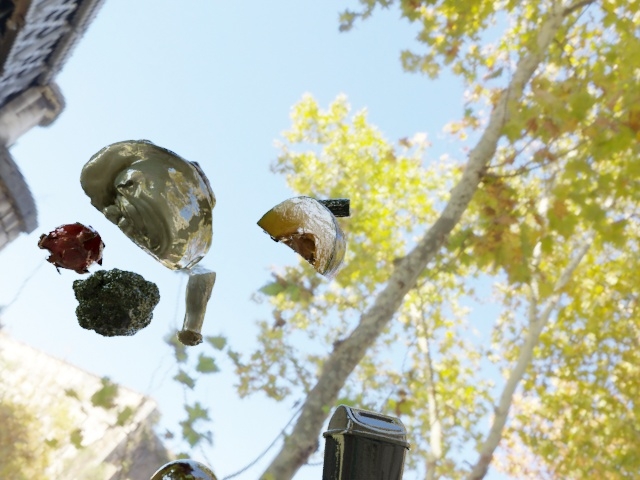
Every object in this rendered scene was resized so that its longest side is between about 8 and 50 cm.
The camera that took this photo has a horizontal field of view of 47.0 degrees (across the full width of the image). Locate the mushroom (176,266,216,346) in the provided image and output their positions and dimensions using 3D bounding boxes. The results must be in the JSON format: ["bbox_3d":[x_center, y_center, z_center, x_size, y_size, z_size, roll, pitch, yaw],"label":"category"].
[{"bbox_3d":[-0.351,0.187,2.068,0.081,0.223,0.092,13,-2,-17],"label":"mushroom"}]

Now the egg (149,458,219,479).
[{"bbox_3d":[-0.414,0.793,2.189,0.238,0.289,0.238,3,-57,5],"label":"egg"}]

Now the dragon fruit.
[{"bbox_3d":[-0.603,0.016,1.804,0.166,0.136,0.133,18,-25,-42],"label":"dragon fruit"}]

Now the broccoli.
[{"bbox_3d":[-0.375,0.108,1.336,0.146,0.162,0.138,-62,-142,20],"label":"broccoli"}]

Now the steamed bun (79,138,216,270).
[{"bbox_3d":[-0.386,-0.106,1.752,0.339,0.247,0.352,40,-5,9],"label":"steamed bun"}]

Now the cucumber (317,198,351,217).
[{"bbox_3d":[-0.002,-0.088,2.045,0.187,0.058,0.058,-1,-47,21],"label":"cucumber"}]

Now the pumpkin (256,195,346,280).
[{"bbox_3d":[0.000,0.000,1.773,0.169,0.148,0.312,34,4,-42],"label":"pumpkin"}]

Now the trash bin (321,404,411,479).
[{"bbox_3d":[0.107,0.576,1.860,0.209,0.290,0.182,18,-24,-23],"label":"trash bin"}]
